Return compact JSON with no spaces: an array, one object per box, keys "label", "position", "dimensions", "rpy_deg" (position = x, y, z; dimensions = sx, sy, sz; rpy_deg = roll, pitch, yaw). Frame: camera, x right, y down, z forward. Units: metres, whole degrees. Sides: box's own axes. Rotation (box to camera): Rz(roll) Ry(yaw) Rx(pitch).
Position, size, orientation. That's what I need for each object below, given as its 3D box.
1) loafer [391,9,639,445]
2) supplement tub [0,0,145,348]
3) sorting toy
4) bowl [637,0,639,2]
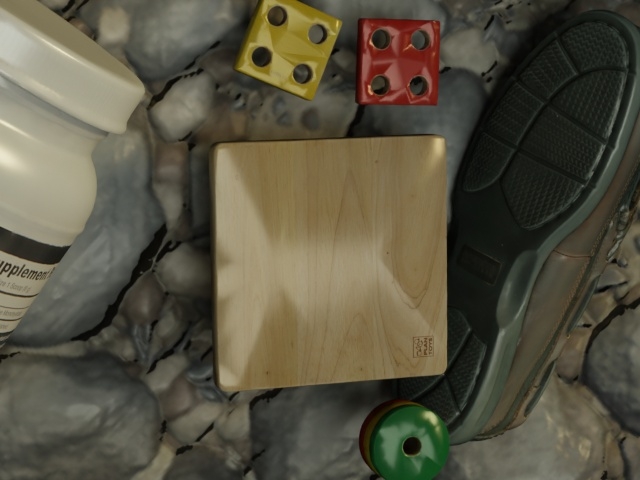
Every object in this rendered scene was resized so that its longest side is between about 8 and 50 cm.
[{"label":"loafer","position":[0.126,-0.005,1.133],"dimensions":[0.084,0.096,0.268],"rpy_deg":[7,115,-45]},{"label":"supplement tub","position":[-0.225,-0.004,0.920],"dimensions":[0.191,0.191,0.272],"rpy_deg":[32,95,-28]},{"label":"sorting toy","position":[0.000,0.000,1.086],"dimensions":[0.132,0.046,0.275],"rpy_deg":[-4,98,-19]},{"label":"bowl","position":[0.267,-0.251,1.044],"dimensions":[0.311,0.163,0.312],"rpy_deg":[-8,113,-19]}]
